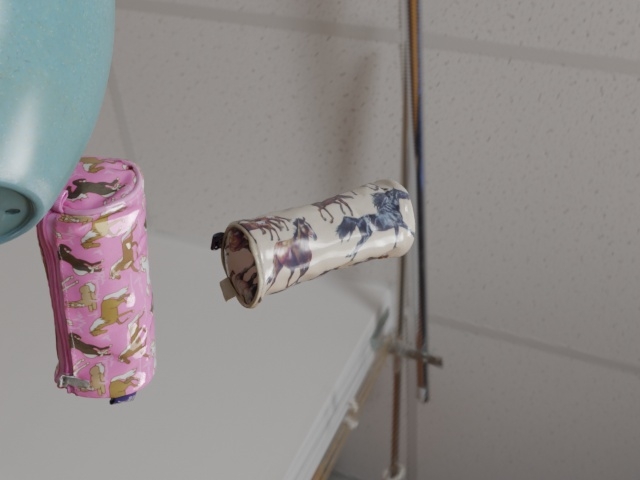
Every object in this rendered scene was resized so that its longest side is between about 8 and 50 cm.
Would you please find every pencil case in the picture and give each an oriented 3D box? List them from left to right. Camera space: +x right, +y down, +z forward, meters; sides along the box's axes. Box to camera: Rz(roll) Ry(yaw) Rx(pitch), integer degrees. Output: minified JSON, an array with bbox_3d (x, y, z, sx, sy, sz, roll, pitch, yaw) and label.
[{"bbox_3d":[-0.329,0.061,1.325,0.160,0.167,0.386,0,-55,-7],"label":"pencil case"},{"bbox_3d":[0.000,0.000,1.721,0.183,0.410,0.160,-29,-100,55],"label":"pencil case"}]

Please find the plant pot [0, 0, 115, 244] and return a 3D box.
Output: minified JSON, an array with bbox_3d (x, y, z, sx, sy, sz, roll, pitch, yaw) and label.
[{"bbox_3d":[-0.271,-0.100,0.608,0.290,0.290,0.195,-32,-114,43],"label":"plant pot"}]
